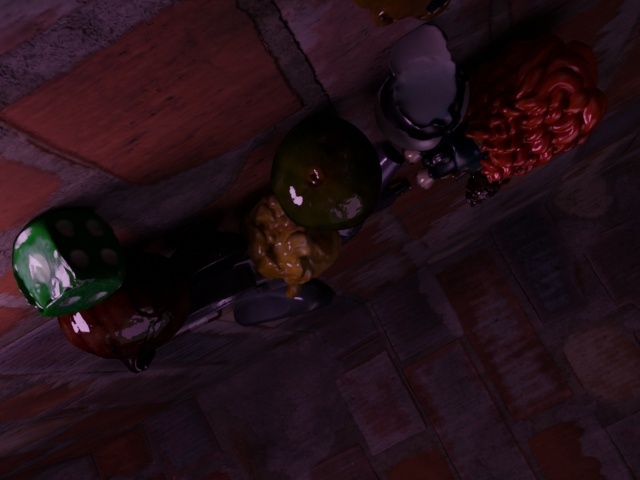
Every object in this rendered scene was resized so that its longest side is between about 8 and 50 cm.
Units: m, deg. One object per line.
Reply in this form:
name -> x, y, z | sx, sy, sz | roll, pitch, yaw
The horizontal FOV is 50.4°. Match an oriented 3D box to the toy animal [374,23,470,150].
toy animal -> 0.162, -0.232, 1.097 | 0.138, 0.166, 0.179 | 17, 171, 0

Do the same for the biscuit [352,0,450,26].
biscuit -> 0.123, -0.339, 0.864 | 0.180, 0.039, 0.236 | -37, 161, 36

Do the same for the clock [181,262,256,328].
clock -> -0.265, 0.136, 1.463 | 0.280, 0.056, 0.280 | -28, 175, -3

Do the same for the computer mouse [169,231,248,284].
computer mouse -> -0.237, 0.032, 1.365 | 0.137, 0.087, 0.269 | -27, 176, -22

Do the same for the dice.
dice -> -0.383, 0.034, 1.039 | 0.131, 0.128, 0.120 | -39, 164, 32

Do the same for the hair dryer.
hair dryer -> 0.130, -0.115, 1.586 | 0.301, 0.121, 0.361 | -48, 167, 32

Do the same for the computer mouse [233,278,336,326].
computer mouse -> -0.117, 0.174, 2.043 | 0.373, 0.114, 0.203 | -19, 177, 41

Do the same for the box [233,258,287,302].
box -> -0.176, 0.097, 1.706 | 0.242, 0.067, 0.155 | -19, 167, -2

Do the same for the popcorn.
popcorn -> -0.057, 0.002, 1.398 | 0.190, 0.191, 0.253 | -26, 166, -3

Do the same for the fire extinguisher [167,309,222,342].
fire extinguisher -> -0.328, 0.192, 1.810 | 0.231, 0.071, 0.099 | -25, 157, -11

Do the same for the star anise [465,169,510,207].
star anise -> 0.406, -0.195, 1.691 | 0.346, 0.148, 0.237 | -4, 130, -53

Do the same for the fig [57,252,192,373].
fig -> -0.347, 0.118, 1.217 | 0.234, 0.215, 0.235 | 0, 160, 0

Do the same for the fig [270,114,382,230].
fig -> 0.009, -0.120, 1.156 | 0.195, 0.195, 0.245 | -30, -164, 9

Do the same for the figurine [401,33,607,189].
figurine -> 0.346, -0.228, 1.331 | 0.305, 0.241, 0.411 | -12, 171, -21
